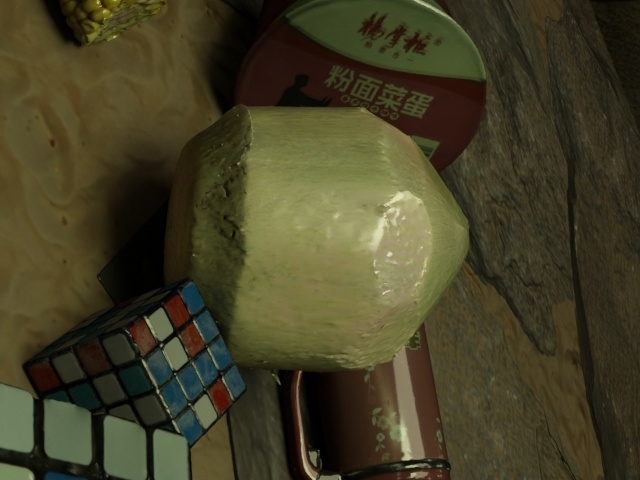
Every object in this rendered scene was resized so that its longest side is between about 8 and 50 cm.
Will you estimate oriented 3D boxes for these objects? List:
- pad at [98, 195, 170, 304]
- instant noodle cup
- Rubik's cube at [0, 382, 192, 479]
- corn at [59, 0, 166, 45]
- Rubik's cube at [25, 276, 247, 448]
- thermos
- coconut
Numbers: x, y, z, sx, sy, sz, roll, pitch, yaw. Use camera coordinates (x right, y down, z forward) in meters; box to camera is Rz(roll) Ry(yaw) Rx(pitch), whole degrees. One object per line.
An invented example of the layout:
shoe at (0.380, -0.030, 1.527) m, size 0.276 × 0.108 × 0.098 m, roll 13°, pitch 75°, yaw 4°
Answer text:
pad at (-0.105, 0.032, 0.904) m, size 0.127 × 0.004 × 0.190 m, roll 59°, pitch 31°, yaw -18°
instant noodle cup at (0.032, -0.183, 1.066) m, size 0.235 × 0.235 × 0.178 m, roll 46°, pitch 27°, yaw -37°
Rubik's cube at (-0.167, 0.173, 0.553) m, size 0.154 × 0.155 × 0.151 m, roll 31°, pitch 45°, yaw -50°
corn at (-0.198, -0.276, 0.846) m, size 0.244 × 0.093 × 0.093 m, roll 67°, pitch 29°, yaw -10°
Rubik's cube at (-0.122, 0.092, 0.744) m, size 0.092 × 0.092 × 0.092 m, roll 64°, pitch 28°, yaw -10°
thermos at (0.044, 0.142, 0.981) m, size 0.136 × 0.110 × 0.330 m, roll 20°, pitch 56°, yaw -55°
coconut at (0.000, 0.000, 0.842) m, size 0.234 × 0.224 × 0.224 m, roll 12°, pitch 54°, yaw -13°
